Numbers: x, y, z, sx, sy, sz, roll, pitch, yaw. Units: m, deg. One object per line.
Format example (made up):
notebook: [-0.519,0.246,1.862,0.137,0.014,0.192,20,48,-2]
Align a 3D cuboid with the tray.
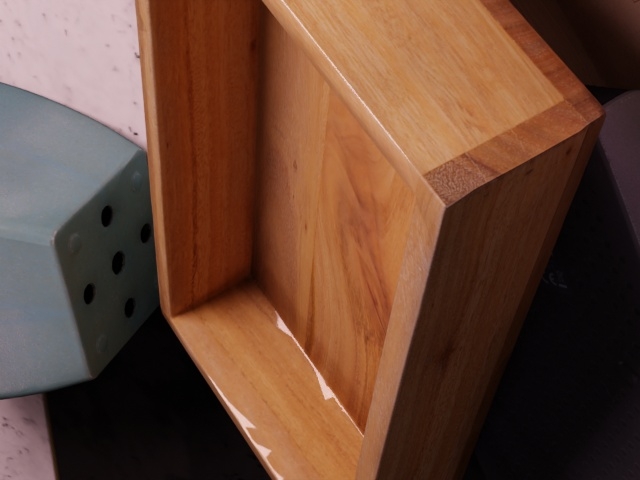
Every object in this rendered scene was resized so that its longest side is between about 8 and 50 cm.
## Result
tray: [0.000,0.000,0.676,0.203,0.076,0.411,53,161,23]

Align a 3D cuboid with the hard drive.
hard drive: [0.113,0.042,0.660,0.172,0.054,0.254,15,132,54]

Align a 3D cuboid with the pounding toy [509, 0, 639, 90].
pounding toy: [0.144,-0.090,0.622,0.181,0.094,0.206,51,158,-7]

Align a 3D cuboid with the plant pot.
plant pot: [-0.222,0.000,0.920,0.234,0.165,0.165,7,125,24]
